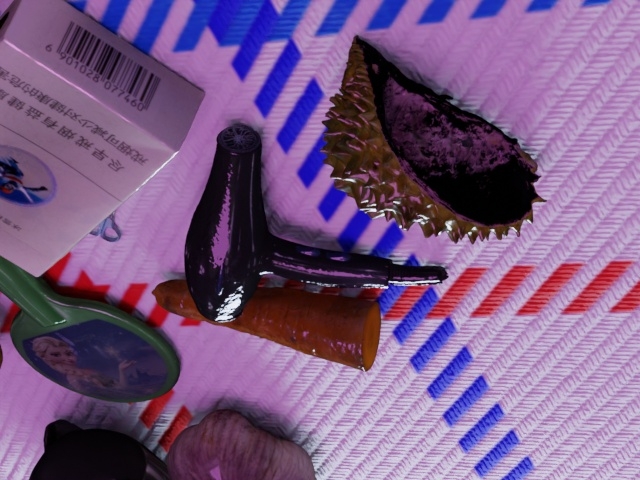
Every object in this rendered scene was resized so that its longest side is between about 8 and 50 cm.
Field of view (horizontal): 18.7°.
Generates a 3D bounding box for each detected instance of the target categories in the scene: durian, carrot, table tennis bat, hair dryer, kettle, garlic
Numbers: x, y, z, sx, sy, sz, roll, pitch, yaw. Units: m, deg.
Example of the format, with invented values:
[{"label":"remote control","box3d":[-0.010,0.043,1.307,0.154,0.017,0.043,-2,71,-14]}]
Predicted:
[{"label":"durian","box3d":[0.063,-0.042,1.439,0.187,0.119,0.108,32,138,-19]},{"label":"carrot","box3d":[-0.052,0.063,1.689,0.210,0.061,0.061,11,144,18]},{"label":"table tennis bat","box3d":[-0.237,0.079,1.811,0.160,0.039,0.257,-12,136,33]},{"label":"hair dryer","box3d":[0.000,0.000,1.590,0.219,0.075,0.195,9,135,-3]},{"label":"kettle","box3d":[-0.213,0.313,1.943,0.207,0.250,0.271,-5,130,11]},{"label":"garlic","box3d":[-0.076,0.237,1.882,0.147,0.102,0.159,-10,134,37]}]

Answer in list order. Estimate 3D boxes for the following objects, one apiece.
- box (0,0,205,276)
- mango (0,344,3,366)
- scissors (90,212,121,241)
[{"label":"box","box3d":[-0.229,-0.083,1.565,0.164,0.069,0.256,33,141,-18]},{"label":"mango","box3d":[-0.432,0.094,1.844,0.262,0.130,0.167,16,139,-4]},{"label":"scissors","box3d":[-0.183,-0.025,1.672,0.036,0.006,0.083,24,144,-3]}]
